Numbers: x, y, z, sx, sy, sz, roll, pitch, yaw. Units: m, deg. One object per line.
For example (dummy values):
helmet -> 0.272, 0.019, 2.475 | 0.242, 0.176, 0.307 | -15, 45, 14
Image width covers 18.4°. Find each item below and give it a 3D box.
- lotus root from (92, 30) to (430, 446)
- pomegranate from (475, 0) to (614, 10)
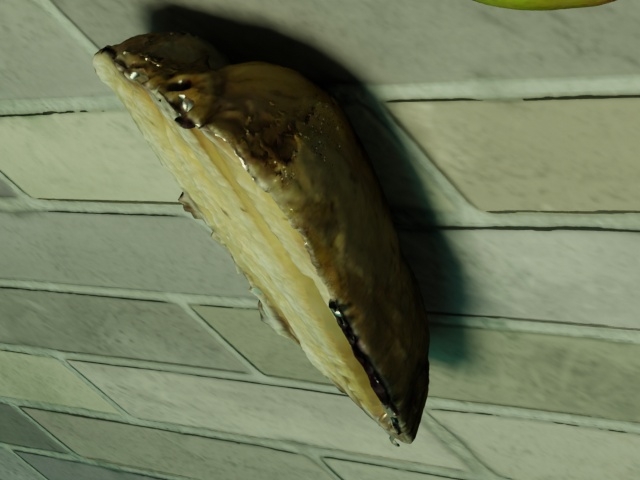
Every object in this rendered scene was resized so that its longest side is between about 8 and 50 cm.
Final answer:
lotus root -> 0.001, 0.000, 1.032 | 0.167, 0.078, 0.329 | 43, 170, 34
pomegranate -> 0.071, -0.148, 0.582 | 0.129, 0.129, 0.159 | 20, 112, 22
